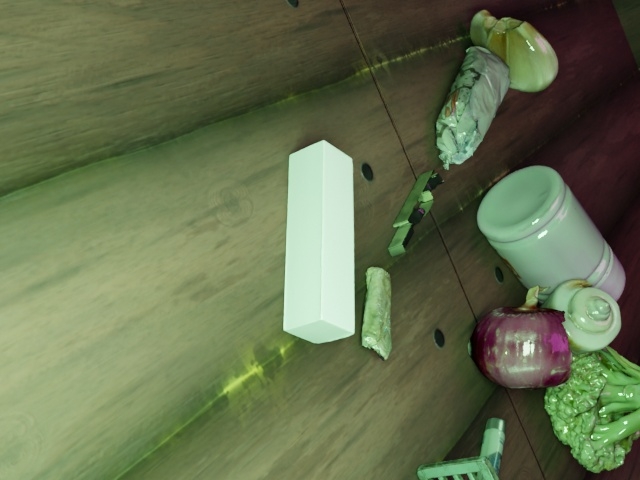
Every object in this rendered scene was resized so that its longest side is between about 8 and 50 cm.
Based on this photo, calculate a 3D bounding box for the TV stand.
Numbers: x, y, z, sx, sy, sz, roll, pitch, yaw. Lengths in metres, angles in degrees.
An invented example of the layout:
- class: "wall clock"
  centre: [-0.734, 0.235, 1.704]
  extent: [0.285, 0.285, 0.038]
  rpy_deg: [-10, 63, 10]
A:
- class: "TV stand"
  centre: [0.177, -0.054, 1.596]
  extent: [0.042, 0.036, 0.249]
  rpy_deg: [57, 38, -20]

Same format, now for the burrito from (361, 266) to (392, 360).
- class: "burrito"
  centre: [0.093, 0.116, 1.402]
  extent: [0.051, 0.042, 0.171]
  rpy_deg: [31, 48, -28]

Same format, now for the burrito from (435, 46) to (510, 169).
- class: "burrito"
  centre: [0.323, -0.291, 1.844]
  extent: [0.445, 0.101, 0.139]
  rpy_deg: [-58, 134, -48]

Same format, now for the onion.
- class: "onion"
  centre: [0.372, 0.200, 1.609]
  extent: [0.200, 0.200, 0.207]
  rpy_deg: [51, 16, -25]

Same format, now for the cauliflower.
- class: "cauliflower"
  centre: [0.615, 0.347, 1.796]
  extent: [0.260, 0.281, 0.327]
  rpy_deg: [76, 33, -45]

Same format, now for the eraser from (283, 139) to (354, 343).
- class: "eraser"
  centre: [-0.001, 0.000, 1.302]
  extent: [0.078, 0.076, 0.298]
  rpy_deg: [27, 53, -43]

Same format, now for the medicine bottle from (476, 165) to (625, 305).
- class: "medicine bottle"
  centre: [0.499, 0.012, 1.849]
  extent: [0.316, 0.202, 0.202]
  rpy_deg: [47, 41, -29]

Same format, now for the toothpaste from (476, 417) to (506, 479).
- class: "toothpaste"
  centre: [0.299, 0.427, 1.534]
  extent: [0.062, 0.039, 0.239]
  rpy_deg: [54, 40, -33]

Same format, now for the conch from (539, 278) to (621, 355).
- class: "conch"
  centre: [0.491, 0.173, 1.743]
  extent: [0.127, 0.255, 0.158]
  rpy_deg: [-4, 62, -36]

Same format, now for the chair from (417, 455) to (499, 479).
- class: "chair"
  centre: [0.244, 0.495, 1.341]
  extent: [0.270, 0.136, 0.147]
  rpy_deg: [61, 35, -16]

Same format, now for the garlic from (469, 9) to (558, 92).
- class: "garlic"
  centre: [0.458, -0.425, 2.031]
  extent: [0.110, 0.217, 0.228]
  rpy_deg: [-53, 139, -12]
